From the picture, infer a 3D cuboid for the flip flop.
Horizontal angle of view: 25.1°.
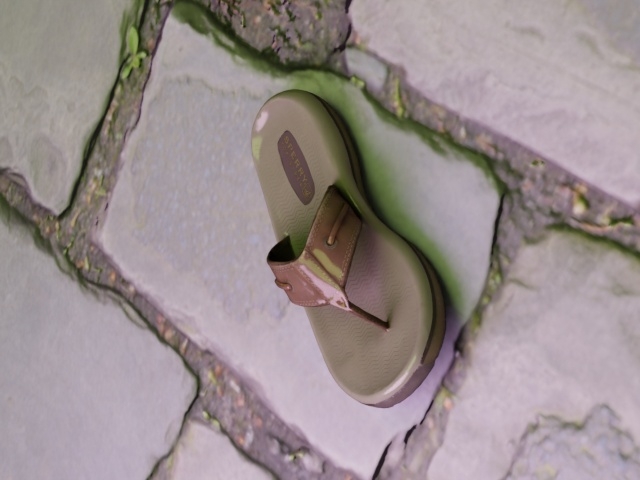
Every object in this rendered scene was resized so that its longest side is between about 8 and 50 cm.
[{"bbox_3d":[0.000,0.000,1.022,0.112,0.080,0.277,-45,53,32],"label":"flip flop"}]
